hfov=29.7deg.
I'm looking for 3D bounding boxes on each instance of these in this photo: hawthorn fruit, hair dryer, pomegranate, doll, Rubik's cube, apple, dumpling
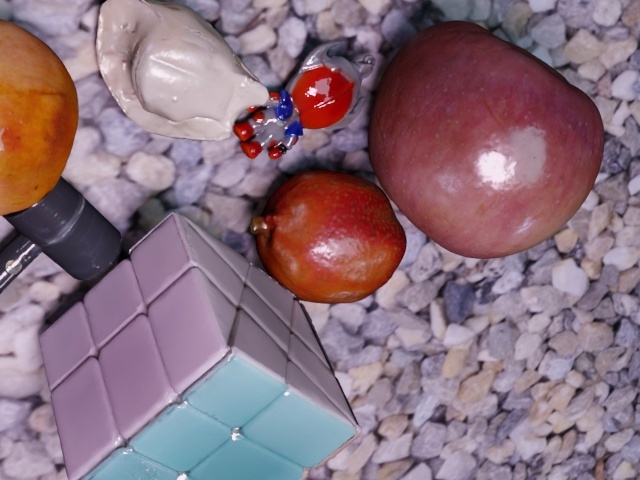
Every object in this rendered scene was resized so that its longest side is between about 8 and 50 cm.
[{"bbox_3d":[0.000,0.000,1.416,0.188,0.169,0.169,-2,107,-37],"label":"hawthorn fruit"},{"bbox_3d":[-0.319,0.035,1.254,0.219,0.071,0.124,-45,127,-7],"label":"hair dryer"},{"bbox_3d":[-0.322,-0.115,1.128,0.191,0.191,0.191,-13,113,-33],"label":"pomegranate"},{"bbox_3d":[-0.013,-0.163,1.413,0.194,0.062,0.104,-34,106,-13],"label":"doll"},{"bbox_3d":[-0.133,0.152,1.271,0.224,0.221,0.231,-40,134,13],"label":"Rubik's cube"},{"bbox_3d":[0.190,-0.116,1.424,0.306,0.306,0.235,20,109,-39],"label":"apple"},{"bbox_3d":[-0.155,-0.175,1.274,0.199,0.118,0.136,30,102,-12],"label":"dumpling"}]
